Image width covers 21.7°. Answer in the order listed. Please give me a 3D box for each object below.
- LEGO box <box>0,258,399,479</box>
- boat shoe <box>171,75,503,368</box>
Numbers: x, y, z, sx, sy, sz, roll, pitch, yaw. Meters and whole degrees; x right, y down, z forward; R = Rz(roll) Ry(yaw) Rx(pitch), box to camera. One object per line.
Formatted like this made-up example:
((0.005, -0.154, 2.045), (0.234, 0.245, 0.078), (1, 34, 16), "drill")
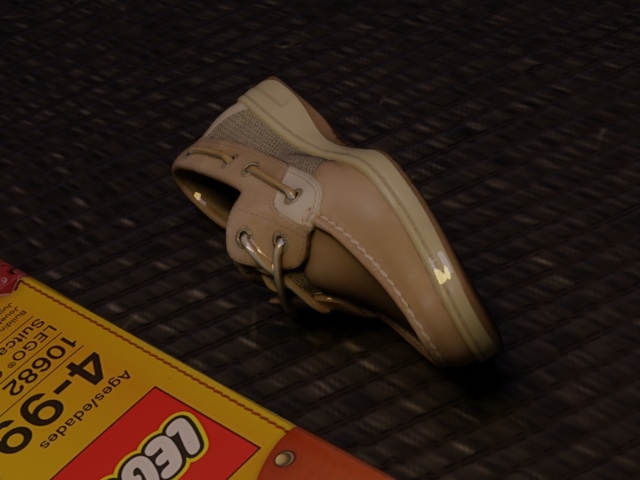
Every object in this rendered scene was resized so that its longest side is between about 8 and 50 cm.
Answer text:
((-0.235, 0.252, 0.681), (0.372, 0.193, 0.500), (23, 56, 41), "LEGO box")
((0.000, 0.000, 0.942), (0.098, 0.109, 0.302), (-34, 35, -8), "boat shoe")
